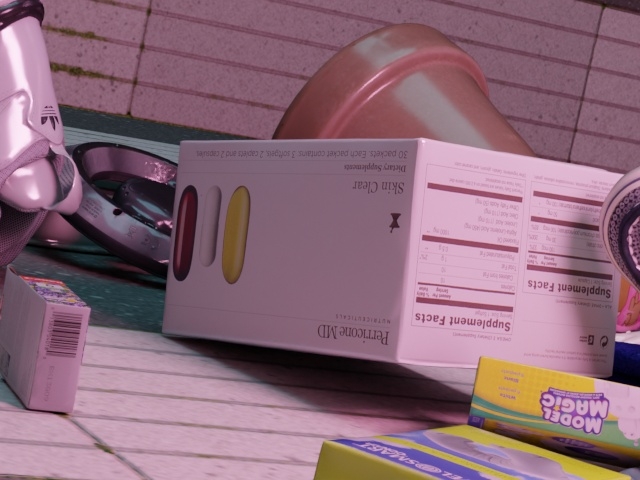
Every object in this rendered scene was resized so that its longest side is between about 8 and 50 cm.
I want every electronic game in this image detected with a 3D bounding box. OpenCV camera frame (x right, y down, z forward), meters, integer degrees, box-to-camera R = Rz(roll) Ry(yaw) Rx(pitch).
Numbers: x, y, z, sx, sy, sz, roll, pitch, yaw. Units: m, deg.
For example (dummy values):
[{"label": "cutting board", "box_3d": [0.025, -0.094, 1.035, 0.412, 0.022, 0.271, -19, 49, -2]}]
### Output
[{"label": "electronic game", "box_3d": [-0.141, -0.020, 1.693, 0.229, 0.048, 0.229, 26, 18, -9]}]

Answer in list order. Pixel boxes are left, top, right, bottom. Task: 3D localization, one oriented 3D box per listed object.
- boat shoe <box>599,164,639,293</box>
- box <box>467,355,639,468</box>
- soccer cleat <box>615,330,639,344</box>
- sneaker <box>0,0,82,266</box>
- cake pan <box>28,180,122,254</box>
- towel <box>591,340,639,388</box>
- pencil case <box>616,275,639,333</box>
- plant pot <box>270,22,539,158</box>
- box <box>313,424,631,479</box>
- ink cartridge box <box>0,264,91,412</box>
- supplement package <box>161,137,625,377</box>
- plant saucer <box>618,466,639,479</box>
[{"label": "boat shoe", "box_3d": [0.312, 0.074, 1.181, 0.341, 0.127, 0.158, 31, 28, 10]}, {"label": "box", "box_3d": [0.182, 0.116, 1.199, 0.179, 0.043, 0.105, 9, -12, 6]}, {"label": "soccer cleat", "box_3d": [0.281, 0.092, 1.556, 0.196, 0.076, 0.068, 12, 6, 8]}, {"label": "sneaker", "box_3d": [-0.352, -0.059, 1.496, 0.366, 0.210, 0.137, -22, -6, 20]}, {"label": "cake pan", "box_3d": [-0.287, -0.045, 1.815, 0.293, 0.054, 0.293, 12, 7, -1]}, {"label": "towel", "box_3d": [0.352, 0.133, 1.396, 0.308, 0.076, 0.228, 9, 0, -21]}, {"label": "pencil case", "box_3d": [0.211, -0.017, 2.043, 0.386, 0.160, 0.167, 19, -24, 51]}, {"label": "plant pot", "box_3d": [0.112, -0.043, 1.836, 0.229, 0.263, 0.263, 38, 20, 34]}, {"label": "box", "box_3d": [0.075, 0.132, 0.989, 0.109, 0.042, 0.178, 15, 6, 30]}, {"label": "ink cartridge box", "box_3d": [-0.164, 0.055, 1.117, 0.029, 0.062, 0.115, 8, 7, -21]}, {"label": "supplement package", "box_3d": [0.048, 0.011, 1.348, 0.204, 0.145, 0.262, 7, -3, -40]}, {"label": "plant saucer", "box_3d": [0.219, 0.156, 1.132, 0.119, 0.021, 0.119, 12, 6, -1]}]
